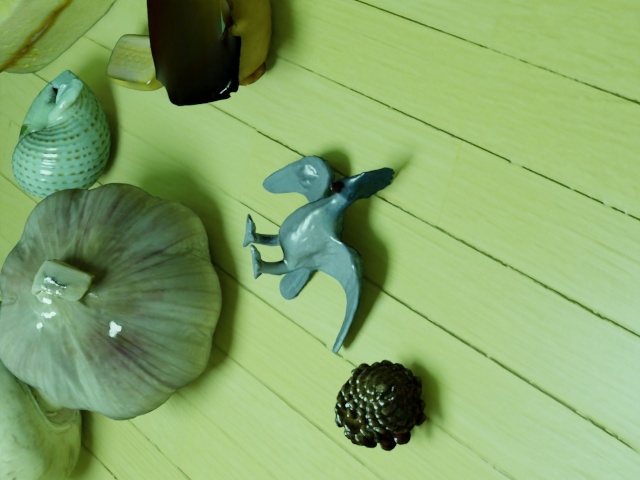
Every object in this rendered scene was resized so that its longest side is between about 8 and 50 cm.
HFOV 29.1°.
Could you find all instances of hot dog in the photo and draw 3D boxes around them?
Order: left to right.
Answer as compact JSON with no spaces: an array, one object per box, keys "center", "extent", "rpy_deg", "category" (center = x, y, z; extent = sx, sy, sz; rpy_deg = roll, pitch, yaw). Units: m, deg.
[{"center":[-0.123,-0.310,1.572],"extent":[0.194,0.107,0.326],"rpy_deg":[-9,73,40],"category":"hot dog"}]

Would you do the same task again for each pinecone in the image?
[{"center":[0.059,0.180,1.350],"extent":[0.109,0.102,0.102],"rpy_deg":[-17,76,60],"category":"pinecone"}]

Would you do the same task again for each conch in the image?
[{"center":[-0.377,-0.150,1.855],"extent":[0.200,0.131,0.172],"rpy_deg":[-46,26,21],"category":"conch"}]

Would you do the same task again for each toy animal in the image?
[{"center":[0.000,0.000,1.438],"extent":[0.255,0.176,0.239],"rpy_deg":[94,162,-65],"category":"toy animal"}]

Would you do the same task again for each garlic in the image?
[{"center":[-0.276,0.078,1.627],"extent":[0.241,0.321,0.322],"rpy_deg":[-132,50,-74],"category":"garlic"}]

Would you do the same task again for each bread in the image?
[{"center":[-0.443,-0.330,1.914],"extent":[0.163,0.167,0.264],"rpy_deg":[52,130,36],"category":"bread"},{"center":[-0.249,-0.249,1.754],"extent":[0.115,0.056,0.082],"rpy_deg":[11,79,38],"category":"bread"}]

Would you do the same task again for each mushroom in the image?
[{"center":[-0.475,0.212,1.836],"extent":[0.315,0.315,0.356],"rpy_deg":[46,134,40],"category":"mushroom"}]
